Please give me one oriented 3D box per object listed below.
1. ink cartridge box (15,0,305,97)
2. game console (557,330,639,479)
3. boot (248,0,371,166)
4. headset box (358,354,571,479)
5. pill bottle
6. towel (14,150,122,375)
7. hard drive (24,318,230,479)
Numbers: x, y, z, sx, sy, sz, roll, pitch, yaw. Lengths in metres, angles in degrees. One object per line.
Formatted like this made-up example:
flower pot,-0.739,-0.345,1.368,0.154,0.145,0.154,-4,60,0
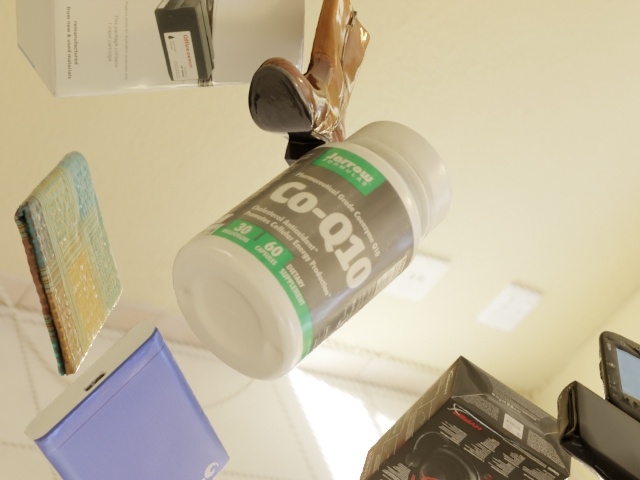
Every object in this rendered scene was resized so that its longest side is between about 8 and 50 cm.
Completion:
ink cartridge box,-0.254,-0.351,1.858,0.394,0.166,0.285,-7,27,-24
game console,0.376,0.207,1.420,0.213,0.044,0.361,34,25,-7
boot,0.002,-0.263,1.702,0.264,0.096,0.280,51,50,-52
headset box,0.209,0.348,1.813,0.218,0.293,0.110,33,34,-6
pill bottle,0.000,0.000,1.525,0.204,0.204,0.361,43,53,9
towel,-0.390,0.023,1.852,0.370,0.040,0.271,-85,163,-73
hard drive,-0.251,0.280,1.616,0.040,0.210,0.319,29,-27,36
